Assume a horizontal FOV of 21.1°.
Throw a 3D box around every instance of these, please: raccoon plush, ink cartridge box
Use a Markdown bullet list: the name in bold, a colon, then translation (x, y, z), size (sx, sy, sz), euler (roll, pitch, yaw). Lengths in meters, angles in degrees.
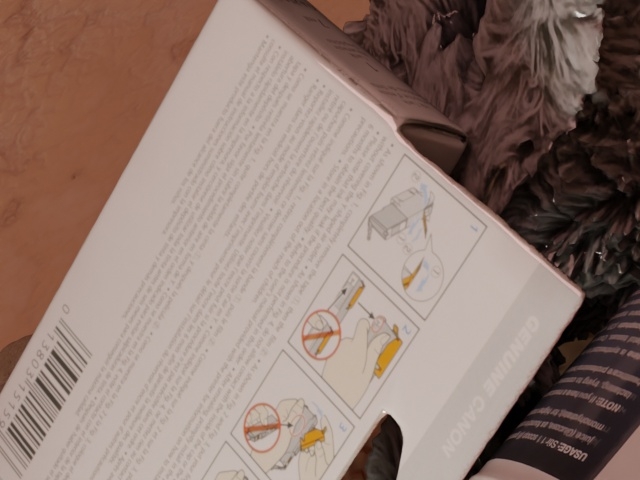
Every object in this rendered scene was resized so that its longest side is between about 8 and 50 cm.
- **raccoon plush**: translation (0.172, -0.025, 0.854), size (0.216, 0.299, 0.446), euler (39, 118, 56)
- **ink cartridge box**: translation (-0.021, 0.060, 0.767), size (0.239, 0.060, 0.275), euler (44, 112, 33)

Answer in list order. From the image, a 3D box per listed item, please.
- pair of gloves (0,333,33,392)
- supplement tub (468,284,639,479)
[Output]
- **pair of gloves**: translation (-0.203, 0.156, 0.973), size (0.204, 0.042, 0.240), euler (-31, 29, 36)
- **supplement tub**: translation (0.171, 0.107, 0.658), size (0.272, 0.191, 0.191), euler (-47, 40, -13)
